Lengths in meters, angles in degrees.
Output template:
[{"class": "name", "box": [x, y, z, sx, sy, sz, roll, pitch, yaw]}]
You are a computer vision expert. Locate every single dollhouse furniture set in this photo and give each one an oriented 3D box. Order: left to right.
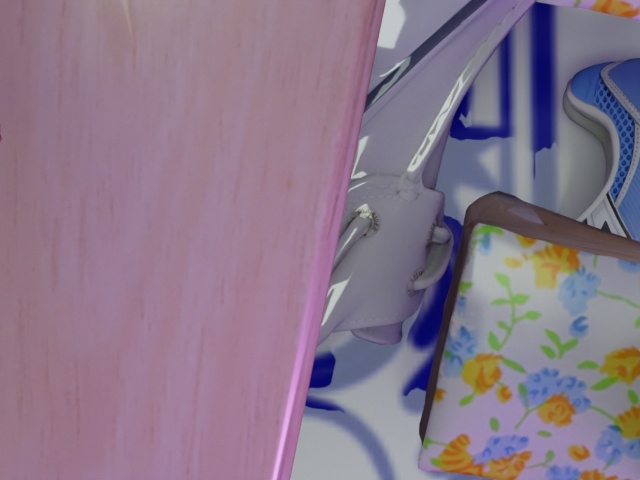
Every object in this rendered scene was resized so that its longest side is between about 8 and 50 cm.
[{"class": "dollhouse furniture set", "box": [-0.063, 0.052, 0.319, 0.362, 0.256, 0.394, 10, 106, -3]}]

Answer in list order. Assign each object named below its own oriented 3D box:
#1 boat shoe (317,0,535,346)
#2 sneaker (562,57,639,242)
[{"class": "boat shoe", "box": [0.000, 0.000, 0.484, 0.088, 0.096, 0.267, 40, 92, -5]}, {"class": "sneaker", "box": [0.113, 0.035, 0.495, 0.081, 0.080, 0.211, 8, 79, 8]}]
